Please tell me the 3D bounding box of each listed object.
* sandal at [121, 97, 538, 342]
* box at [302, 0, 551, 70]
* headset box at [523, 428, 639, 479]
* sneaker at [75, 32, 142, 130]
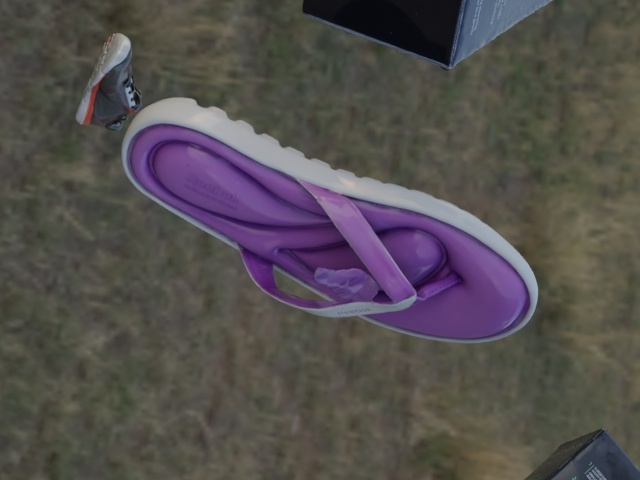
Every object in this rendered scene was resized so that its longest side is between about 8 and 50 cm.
[{"bbox_3d":[-0.004,0.010,1.420,0.169,0.416,0.102,112,2,-46],"label":"sandal"},{"bbox_3d":[0.153,-0.392,1.515,0.312,0.179,0.343,-35,142,-51],"label":"box"},{"bbox_3d":[0.228,0.343,1.363,0.283,0.246,0.131,-39,174,-17],"label":"headset box"},{"bbox_3d":[-0.219,-0.170,1.664,0.158,0.064,0.061,132,-24,-59],"label":"sneaker"}]
